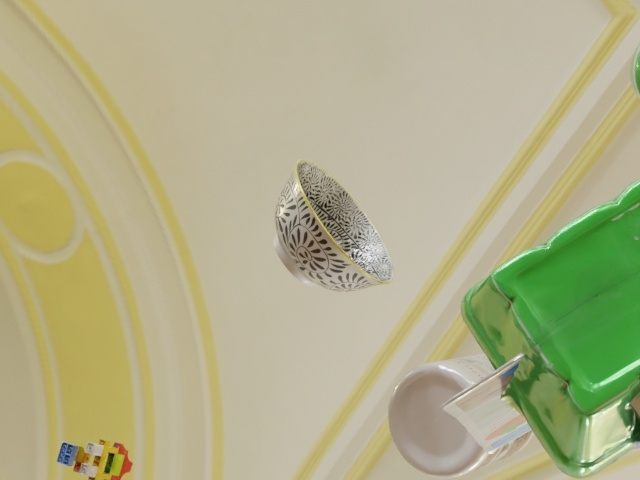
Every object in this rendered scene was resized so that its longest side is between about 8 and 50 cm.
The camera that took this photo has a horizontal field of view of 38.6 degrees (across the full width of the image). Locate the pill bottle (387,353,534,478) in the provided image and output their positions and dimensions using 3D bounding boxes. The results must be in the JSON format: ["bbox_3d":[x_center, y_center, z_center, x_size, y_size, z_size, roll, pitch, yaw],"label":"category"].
[{"bbox_3d":[0.192,0.205,1.112,0.131,0.229,0.131,-1,-92,35],"label":"pill bottle"}]

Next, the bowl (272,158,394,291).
[{"bbox_3d":[0.000,0.000,1.023,0.080,0.170,0.170,-38,-84,18],"label":"bowl"}]

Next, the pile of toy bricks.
[{"bbox_3d":[-0.351,0.403,1.367,0.118,0.105,0.212,2,-107,42],"label":"pile of toy bricks"}]

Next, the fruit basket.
[{"bbox_3d":[0.254,0.072,0.691,0.327,0.353,0.165,-32,-119,3],"label":"fruit basket"}]

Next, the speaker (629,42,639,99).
[{"bbox_3d":[0.454,-0.190,1.002,0.131,0.296,0.131,-1,-80,-6],"label":"speaker"}]
